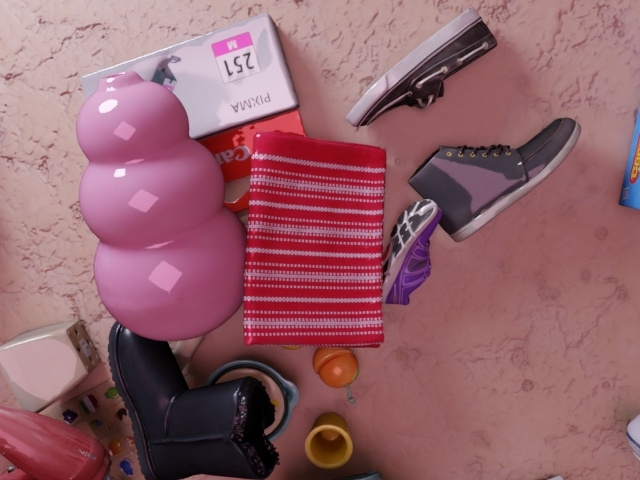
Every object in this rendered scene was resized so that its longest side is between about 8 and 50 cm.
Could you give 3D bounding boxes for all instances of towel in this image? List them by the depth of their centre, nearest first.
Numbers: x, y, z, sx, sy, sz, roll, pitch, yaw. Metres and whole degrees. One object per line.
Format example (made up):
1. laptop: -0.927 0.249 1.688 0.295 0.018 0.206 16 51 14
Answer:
1. towel: 0.000 0.000 0.786 0.198 0.031 0.275 6 81 -24

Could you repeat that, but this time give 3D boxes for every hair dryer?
1. hair dryer: -0.404 0.331 0.854 0.223 0.080 0.294 -4 127 2

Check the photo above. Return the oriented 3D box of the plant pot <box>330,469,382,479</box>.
1. plant pot: 0.021 0.436 0.829 0.293 0.293 0.196 -16 71 6

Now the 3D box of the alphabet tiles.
1. alphabet tiles: -0.312 0.340 0.951 0.198 0.009 0.237 -28 97 7

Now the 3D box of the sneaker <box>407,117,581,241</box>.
1. sneaker: 0.229 -0.110 0.805 0.222 0.083 0.118 -42 94 10

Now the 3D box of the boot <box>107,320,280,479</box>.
1. boot: -0.166 0.201 0.808 0.207 0.094 0.247 -18 84 28

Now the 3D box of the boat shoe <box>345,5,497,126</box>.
1. boat shoe: 0.134 -0.212 0.798 0.219 0.078 0.070 -38 94 7

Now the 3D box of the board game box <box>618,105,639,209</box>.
1. board game box: 0.580 -0.168 0.771 0.308 0.086 0.302 8 99 2

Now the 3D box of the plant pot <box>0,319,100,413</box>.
1. plant pot: -0.390 0.175 0.885 0.096 0.109 0.109 -26 97 -4

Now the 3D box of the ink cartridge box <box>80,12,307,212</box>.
1. ink cartridge box: -0.160 -0.149 0.837 0.275 0.060 0.239 -17 96 6

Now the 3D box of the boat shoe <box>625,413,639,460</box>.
1. boat shoe: 0.541 0.398 0.853 0.367 0.136 0.156 37 103 -12

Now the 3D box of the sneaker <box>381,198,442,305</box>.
1. sneaker: 0.129 0.019 0.840 0.071 0.068 0.170 15 122 -13

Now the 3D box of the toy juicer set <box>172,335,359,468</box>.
1. toy juicer set: -0.100 0.199 0.873 0.329 0.089 0.209 12 100 2

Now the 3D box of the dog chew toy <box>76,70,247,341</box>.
1. dog chew toy: -0.204 -0.041 0.759 0.206 0.207 0.332 -9 114 5

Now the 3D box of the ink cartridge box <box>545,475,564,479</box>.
1. ink cartridge box: 0.318 0.524 0.882 0.211 0.121 0.289 -21 97 7
